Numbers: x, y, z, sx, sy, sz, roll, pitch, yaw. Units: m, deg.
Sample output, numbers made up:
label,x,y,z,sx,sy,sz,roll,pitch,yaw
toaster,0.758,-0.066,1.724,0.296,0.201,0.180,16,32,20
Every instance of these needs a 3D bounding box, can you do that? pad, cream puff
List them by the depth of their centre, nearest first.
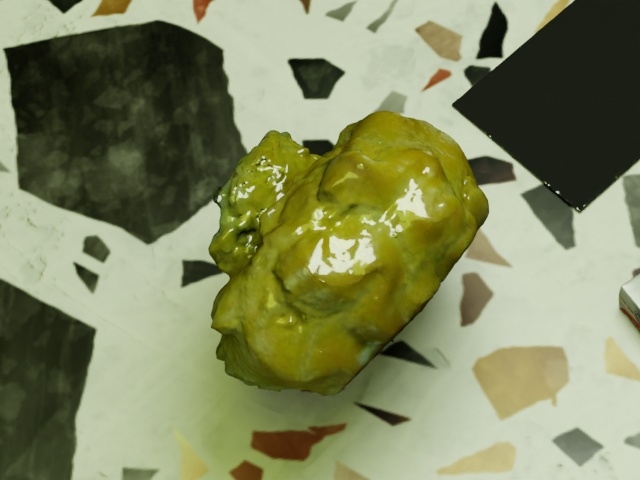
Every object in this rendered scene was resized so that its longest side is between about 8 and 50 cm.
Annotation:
label,x,y,z,sx,sy,sz,roll,pitch,yaw
cream puff,-0.001,0.001,1.275,0.185,0.282,0.282,43,72,-5
pad,0.268,-0.152,1.474,0.245,0.006,0.170,-40,64,-15

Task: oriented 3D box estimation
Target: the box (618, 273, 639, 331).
label,x,y,z,sx,sy,sz,roll,pitch,yaw
box,0.360,0.013,1.357,0.218,0.039,0.055,-31,62,-11
